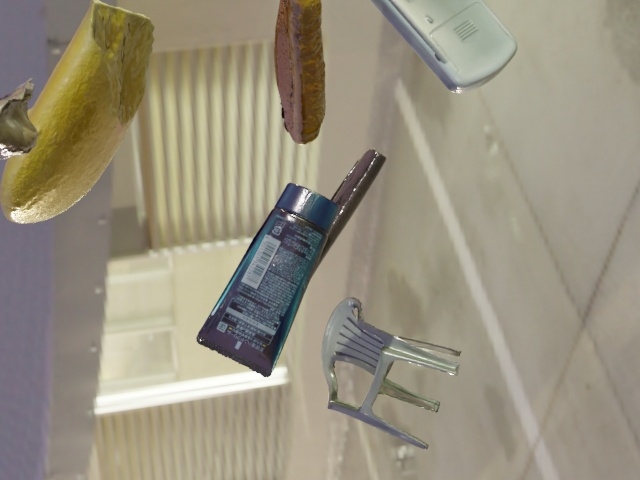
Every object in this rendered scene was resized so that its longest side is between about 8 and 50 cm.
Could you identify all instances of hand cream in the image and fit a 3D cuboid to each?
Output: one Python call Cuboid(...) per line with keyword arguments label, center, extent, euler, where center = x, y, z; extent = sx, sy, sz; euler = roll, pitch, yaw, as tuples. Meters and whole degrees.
Cuboid(label="hand cream", center=(-0.067, 0.051, 1.644), extent=(0.271, 0.120, 0.061), euler=(-64, 5, -13))

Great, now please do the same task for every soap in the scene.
Cuboid(label="soap", center=(-0.425, -0.210, 2.030), extent=(0.427, 0.115, 0.306), euler=(-60, -7, 14))

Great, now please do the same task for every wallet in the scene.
Cuboid(label="wallet", center=(0.000, 0.000, 1.838), extent=(0.321, 0.044, 0.170), euler=(-57, 1, -9))

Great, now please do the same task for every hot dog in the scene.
Cuboid(label="hot dog", center=(-0.025, -0.261, 1.662), extent=(0.083, 0.068, 0.289), euler=(50, 153, 34))

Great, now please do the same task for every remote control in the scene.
Cuboid(label="remote control", center=(0.164, -0.355, 1.710), extent=(0.296, 0.140, 0.056), euler=(50, 159, 8))

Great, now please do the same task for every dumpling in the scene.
Cuboid(label="dumpling", center=(-0.468, -0.158, 1.651), extent=(0.332, 0.166, 0.086), euler=(1, 123, 59))

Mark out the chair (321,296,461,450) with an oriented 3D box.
Cuboid(label="chair", center=(0.122, 0.248, 2.239), extent=(0.190, 0.274, 0.203), euler=(-55, -14, -70))
